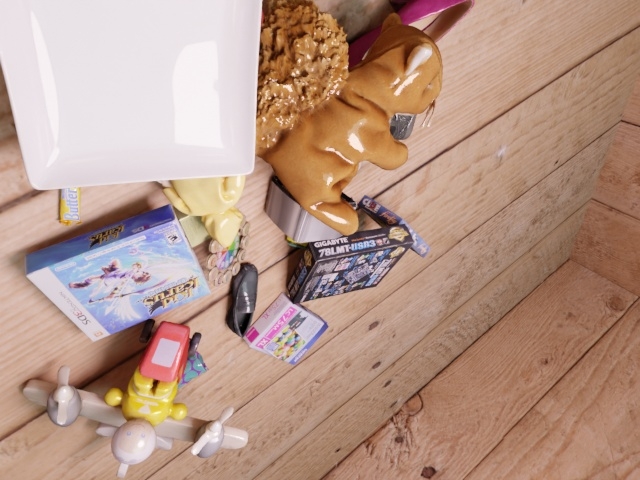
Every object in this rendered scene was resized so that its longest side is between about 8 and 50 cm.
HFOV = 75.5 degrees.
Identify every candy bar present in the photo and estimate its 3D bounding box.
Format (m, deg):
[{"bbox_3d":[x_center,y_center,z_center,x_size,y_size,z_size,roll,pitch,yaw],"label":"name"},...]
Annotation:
[{"bbox_3d":[-0.449,-0.098,0.745,0.040,0.018,0.161,-5,123,-40],"label":"candy bar"}]

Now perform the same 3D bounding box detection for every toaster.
[{"bbox_3d":[-0.033,-0.085,1.018,0.186,0.168,0.110,-8,127,-40],"label":"toaster"}]

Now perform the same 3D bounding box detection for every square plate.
[{"bbox_3d":[-0.261,-0.251,0.608,0.345,0.049,0.346,-9,126,-27],"label":"square plate"}]

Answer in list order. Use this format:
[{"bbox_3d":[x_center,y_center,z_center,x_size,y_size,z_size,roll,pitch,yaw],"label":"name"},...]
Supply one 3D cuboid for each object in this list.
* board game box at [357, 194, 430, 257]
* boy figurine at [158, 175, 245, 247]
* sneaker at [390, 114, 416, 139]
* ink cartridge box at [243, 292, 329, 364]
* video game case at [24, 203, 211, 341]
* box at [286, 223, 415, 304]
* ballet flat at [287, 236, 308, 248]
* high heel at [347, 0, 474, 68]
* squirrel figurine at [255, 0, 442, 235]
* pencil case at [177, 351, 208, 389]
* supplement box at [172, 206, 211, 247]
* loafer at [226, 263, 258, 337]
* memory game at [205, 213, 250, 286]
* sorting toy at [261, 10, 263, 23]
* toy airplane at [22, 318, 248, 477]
[{"bbox_3d":[0.236,-0.041,1.302,0.042,0.165,0.243,-52,141,3],"label":"board game box"},{"bbox_3d":[-0.222,-0.115,0.808,0.178,0.092,0.284,-17,123,10],"label":"boy figurine"},{"bbox_3d":[0.198,-0.361,1.073,0.130,0.087,0.227,-23,140,-37],"label":"sneaker"},{"bbox_3d":[-0.093,0.305,1.362,0.185,0.065,0.311,-48,142,-1],"label":"ink cartridge box"},{"bbox_3d":[-0.391,0.074,0.849,0.270,0.061,0.244,-22,141,-13],"label":"video game case"},{"bbox_3d":[0.076,0.074,1.181,0.294,0.073,0.295,-11,154,-22],"label":"box"},{"bbox_3d":[0.000,0.000,1.197,0.231,0.077,0.077,19,90,-46],"label":"ballet flat"},{"bbox_3d":[0.163,-0.410,0.926,0.127,0.181,0.377,21,106,-49],"label":"high heel"},{"bbox_3d":[0.035,-0.277,0.798,0.397,0.280,0.370,30,123,-31],"label":"squirrel figurine"},{"bbox_3d":[-0.389,0.378,1.143,0.152,0.065,0.070,-34,122,-17],"label":"pencil case"},{"bbox_3d":[-0.277,-0.042,0.915,0.083,0.056,0.083,-30,137,-21],"label":"supplement box"},{"bbox_3d":[-0.204,0.166,1.131,0.076,0.078,0.223,-7,125,-40],"label":"loafer"},{"bbox_3d":[-0.216,0.023,0.988,0.186,0.012,0.186,19,90,-75],"label":"memory game"},{"bbox_3d":[-0.139,-0.379,0.675,0.102,0.042,0.061,21,85,-58],"label":"sorting toy"},{"bbox_3d":[-0.411,0.405,0.946,0.387,0.272,0.383,-22,110,0],"label":"toy airplane"}]
